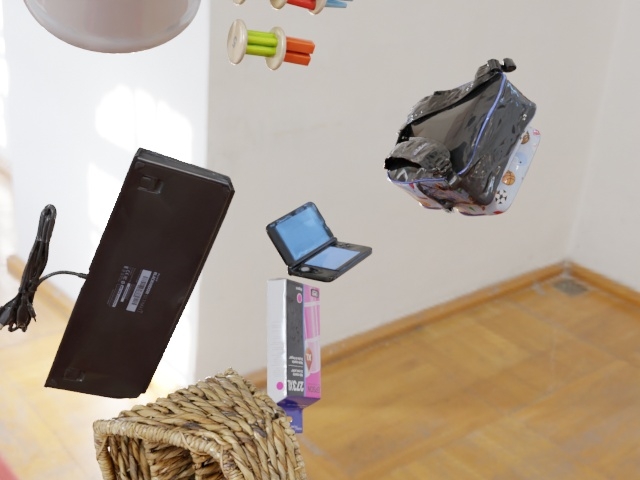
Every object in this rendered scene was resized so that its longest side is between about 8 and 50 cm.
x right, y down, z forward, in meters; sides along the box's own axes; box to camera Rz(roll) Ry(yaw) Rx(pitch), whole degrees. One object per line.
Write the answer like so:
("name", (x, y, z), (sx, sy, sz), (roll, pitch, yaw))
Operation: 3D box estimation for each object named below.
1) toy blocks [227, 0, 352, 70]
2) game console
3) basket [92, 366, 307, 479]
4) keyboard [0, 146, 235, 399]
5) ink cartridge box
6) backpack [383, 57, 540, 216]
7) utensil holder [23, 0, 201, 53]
("toy blocks", (-0.032, -0.264, 1.090), (0.148, 0.123, 0.054), (1, 8, -27))
("game console", (0.000, 0.000, 1.290), (0.107, 0.071, 0.122), (10, 26, 33))
("basket", (-0.150, 0.365, 1.232), (0.223, 0.299, 0.213), (-18, 27, -29))
("keyboard", (-0.239, 0.040, 1.004), (0.201, 0.317, 0.033), (16, 24, -26))
("ink cartridge box", (-0.066, 0.287, 2.245), (0.069, 0.371, 0.175), (-5, -13, 27))
("backpack", (0.256, -0.170, 1.690), (0.263, 0.213, 0.277), (4, 58, 53))
("utensil holder", (-0.339, -0.551, 1.497), (0.327, 0.385, 0.328), (6, 64, -12))
